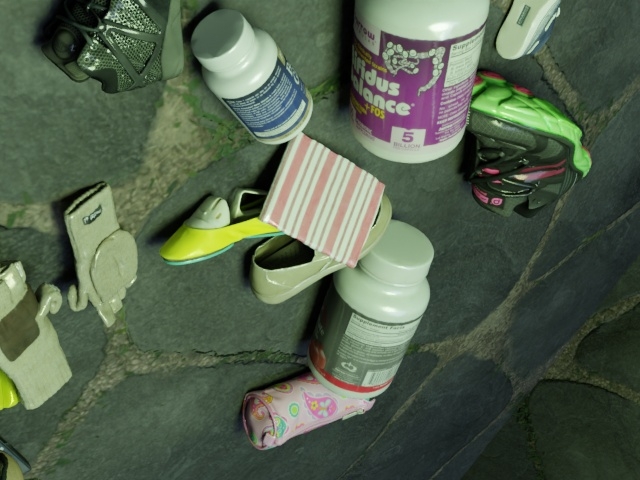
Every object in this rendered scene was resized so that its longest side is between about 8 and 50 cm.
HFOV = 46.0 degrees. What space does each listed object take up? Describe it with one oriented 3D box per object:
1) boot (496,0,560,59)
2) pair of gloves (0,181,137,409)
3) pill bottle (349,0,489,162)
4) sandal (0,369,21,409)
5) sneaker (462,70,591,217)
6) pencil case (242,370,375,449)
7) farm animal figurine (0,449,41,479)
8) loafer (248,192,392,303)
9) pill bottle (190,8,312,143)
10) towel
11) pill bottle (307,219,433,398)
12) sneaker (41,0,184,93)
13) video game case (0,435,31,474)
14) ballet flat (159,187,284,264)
[{"bbox_3d":[0.352,-0.378,1.199,0.086,0.069,0.190,-21,149,-43],"label":"boot"},{"bbox_3d":[-0.319,0.067,0.925,0.240,0.042,0.204,-53,151,-32],"label":"pair of gloves"},{"bbox_3d":[0.124,-0.261,0.976,0.169,0.169,0.301,-28,143,-24],"label":"pill bottle"},{"bbox_3d":[-0.474,0.151,0.866,0.138,0.126,0.317,-16,167,27],"label":"sandal"},{"bbox_3d":[0.348,-0.143,1.342,0.202,0.185,0.483,-54,145,8],"label":"sneaker"},{"bbox_3d":[-0.021,0.331,1.532,0.284,0.124,0.124,-8,133,-41],"label":"pencil case"},{"bbox_3d":[-0.479,0.302,0.900,0.327,0.172,0.330,-9,156,23],"label":"farm animal figurine"},{"bbox_3d":[0.000,0.000,1.198,0.268,0.102,0.092,-38,153,-9],"label":"loafer"},{"bbox_3d":[-0.082,-0.194,0.897,0.094,0.094,0.169,-44,148,0],"label":"pill bottle"},{"bbox_3d":[0.005,-0.057,1.116,0.197,0.029,0.144,28,78,-36],"label":"towel"},{"bbox_3d":[0.094,0.123,1.369,0.176,0.176,0.318,-16,138,-37],"label":"pill bottle"},{"bbox_3d":[-0.205,-0.234,0.726,0.130,0.087,0.227,-32,152,-29],"label":"sneaker"},{"bbox_3d":[-0.543,0.316,1.035,0.196,0.026,0.274,-33,147,-17],"label":"video game case"},{"bbox_3d":[-0.128,-0.031,1.066,0.231,0.077,0.077,-17,117,-40],"label":"ballet flat"}]
